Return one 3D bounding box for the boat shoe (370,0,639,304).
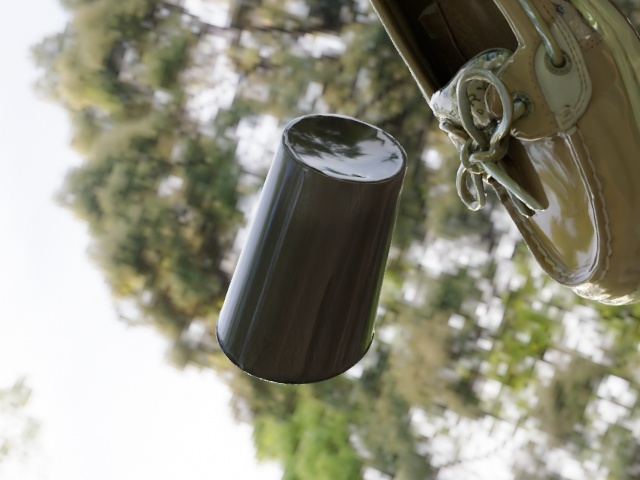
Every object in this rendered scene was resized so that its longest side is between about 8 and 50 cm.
[{"bbox_3d":[0.065,-0.095,0.805,0.089,0.285,0.104,-17,-17,-31],"label":"boat shoe"}]

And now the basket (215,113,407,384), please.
[{"bbox_3d":[0.000,0.000,1.824,0.204,0.154,0.227,-38,-30,-52],"label":"basket"}]
